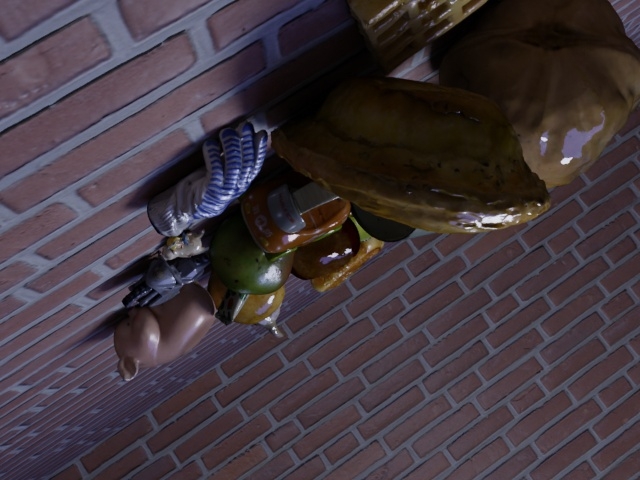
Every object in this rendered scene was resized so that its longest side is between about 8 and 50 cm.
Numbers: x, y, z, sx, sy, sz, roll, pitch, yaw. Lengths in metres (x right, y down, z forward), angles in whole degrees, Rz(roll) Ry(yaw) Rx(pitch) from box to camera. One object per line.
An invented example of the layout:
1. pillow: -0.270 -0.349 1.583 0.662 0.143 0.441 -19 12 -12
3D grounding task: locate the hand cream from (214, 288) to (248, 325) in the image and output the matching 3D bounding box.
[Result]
1. hand cream: -0.151 0.057 1.525 0.276 0.059 0.095 -62 -152 -6

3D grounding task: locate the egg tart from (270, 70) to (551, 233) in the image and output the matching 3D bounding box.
1. egg tart: 0.143 -0.152 1.062 0.443 0.443 0.178 -18 125 -58

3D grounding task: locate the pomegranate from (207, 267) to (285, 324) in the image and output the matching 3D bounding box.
1. pomegranate: -0.166 0.101 1.646 0.196 0.196 0.196 -33 170 -7

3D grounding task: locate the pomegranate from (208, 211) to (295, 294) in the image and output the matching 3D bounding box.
1. pomegranate: -0.155 0.026 1.423 0.180 0.180 0.209 -26 -163 -39

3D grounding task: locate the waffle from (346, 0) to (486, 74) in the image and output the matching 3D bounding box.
1. waffle: 0.151 -0.343 0.959 0.221 0.055 0.248 -36 169 9

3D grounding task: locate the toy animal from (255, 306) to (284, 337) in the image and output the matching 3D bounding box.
1. toy animal: -0.184 0.143 1.823 0.121 0.233 0.169 -34 136 -19

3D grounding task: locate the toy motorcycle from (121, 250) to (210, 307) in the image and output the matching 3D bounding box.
1. toy motorcycle: -0.298 0.067 1.374 0.122 0.080 0.215 -39 174 33

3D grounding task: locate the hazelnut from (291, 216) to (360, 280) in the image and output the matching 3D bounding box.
1. hazelnut: 0.002 0.007 1.747 0.201 0.170 0.160 -9 164 -15

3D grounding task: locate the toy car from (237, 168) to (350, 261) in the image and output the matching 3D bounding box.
1. toy car: -0.020 -0.076 1.282 0.235 0.145 0.235 -26 179 0

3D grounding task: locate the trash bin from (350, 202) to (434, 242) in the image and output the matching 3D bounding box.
1. trash bin: 0.286 -0.155 1.540 0.431 0.281 0.280 -14 159 -39

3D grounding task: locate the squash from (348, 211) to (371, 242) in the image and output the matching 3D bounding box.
1. squash: 0.091 -0.066 1.876 0.123 0.123 0.186 -35 166 3

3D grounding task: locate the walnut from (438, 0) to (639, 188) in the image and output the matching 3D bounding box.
1. walnut: 0.398 -0.269 1.263 0.383 0.384 0.383 -33 170 -7

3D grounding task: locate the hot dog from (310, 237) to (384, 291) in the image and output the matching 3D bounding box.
1. hot dog: 0.056 0.027 2.077 0.256 0.153 0.150 -42 164 24

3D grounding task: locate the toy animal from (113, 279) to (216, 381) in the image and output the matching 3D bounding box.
1. toy animal: -0.351 0.196 1.567 0.250 0.154 0.166 -32 178 1

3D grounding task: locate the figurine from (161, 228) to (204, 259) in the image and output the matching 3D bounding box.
1. figurine: -0.259 0.003 1.304 0.083 0.047 0.051 -23 151 -22

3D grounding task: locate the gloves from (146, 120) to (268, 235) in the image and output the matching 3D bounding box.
1. gloves: -0.166 -0.091 1.055 0.229 0.097 0.119 -43 -162 17
